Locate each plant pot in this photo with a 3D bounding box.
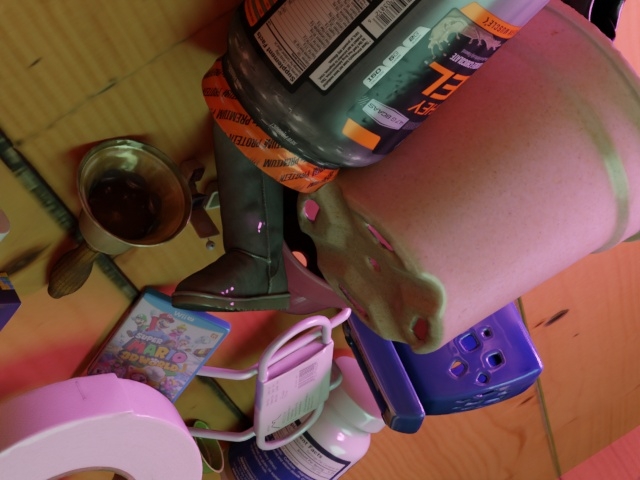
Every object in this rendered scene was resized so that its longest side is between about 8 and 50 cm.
[{"bbox_3d":[-0.197,0.320,2.330,0.079,0.083,0.083,-27,157,14],"label":"plant pot"},{"bbox_3d":[0.156,0.136,2.200,0.212,0.236,0.236,-24,169,-5],"label":"plant pot"},{"bbox_3d":[0.000,0.000,1.863,0.201,0.201,0.180,-18,166,-30],"label":"plant pot"},{"bbox_3d":[0.156,-0.053,1.688,0.305,0.334,0.334,-38,158,-22],"label":"plant pot"}]

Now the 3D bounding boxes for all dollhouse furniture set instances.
[{"bbox_3d":[-0.103,-0.042,1.771,0.114,0.081,0.091,-15,149,-35],"label":"dollhouse furniture set"}]

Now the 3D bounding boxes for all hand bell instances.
[{"bbox_3d":[-0.243,0.005,1.695,0.126,0.126,0.242,-14,160,-36],"label":"hand bell"}]

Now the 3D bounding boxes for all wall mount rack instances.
[{"bbox_3d":[-0.107,0.182,2.133,0.304,0.130,0.350,-28,154,-19],"label":"wall mount rack"}]

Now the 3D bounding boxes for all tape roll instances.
[{"bbox_3d":[-0.334,0.331,1.990,0.392,0.072,0.392,-21,141,-18],"label":"tape roll"}]

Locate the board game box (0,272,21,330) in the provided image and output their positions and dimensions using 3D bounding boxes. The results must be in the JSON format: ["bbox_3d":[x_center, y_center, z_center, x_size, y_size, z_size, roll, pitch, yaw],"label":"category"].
[{"bbox_3d":[-0.425,0.106,1.696,0.141,0.048,0.170,2,138,-49],"label":"board game box"}]

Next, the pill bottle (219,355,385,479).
[{"bbox_3d":[-0.019,0.305,2.414,0.264,0.153,0.153,-44,153,22],"label":"pill bottle"}]

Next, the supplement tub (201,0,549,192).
[{"bbox_3d":[0.056,-0.214,1.502,0.338,0.207,0.207,-43,153,21],"label":"supplement tub"}]

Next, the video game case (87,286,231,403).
[{"bbox_3d":[-0.203,0.137,1.976,0.119,0.015,0.166,26,126,-18],"label":"video game case"}]

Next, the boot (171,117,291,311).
[{"bbox_3d":[-0.093,-0.029,1.667,0.076,0.209,0.189,2,-179,29],"label":"boot"}]

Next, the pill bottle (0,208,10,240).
[{"bbox_3d":[-0.365,0.013,1.576,0.120,0.067,0.067,-44,153,21],"label":"pill bottle"}]

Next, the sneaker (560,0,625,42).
[{"bbox_3d":[0.264,-0.244,1.792,0.107,0.124,0.283,-8,145,-42],"label":"sneaker"}]
